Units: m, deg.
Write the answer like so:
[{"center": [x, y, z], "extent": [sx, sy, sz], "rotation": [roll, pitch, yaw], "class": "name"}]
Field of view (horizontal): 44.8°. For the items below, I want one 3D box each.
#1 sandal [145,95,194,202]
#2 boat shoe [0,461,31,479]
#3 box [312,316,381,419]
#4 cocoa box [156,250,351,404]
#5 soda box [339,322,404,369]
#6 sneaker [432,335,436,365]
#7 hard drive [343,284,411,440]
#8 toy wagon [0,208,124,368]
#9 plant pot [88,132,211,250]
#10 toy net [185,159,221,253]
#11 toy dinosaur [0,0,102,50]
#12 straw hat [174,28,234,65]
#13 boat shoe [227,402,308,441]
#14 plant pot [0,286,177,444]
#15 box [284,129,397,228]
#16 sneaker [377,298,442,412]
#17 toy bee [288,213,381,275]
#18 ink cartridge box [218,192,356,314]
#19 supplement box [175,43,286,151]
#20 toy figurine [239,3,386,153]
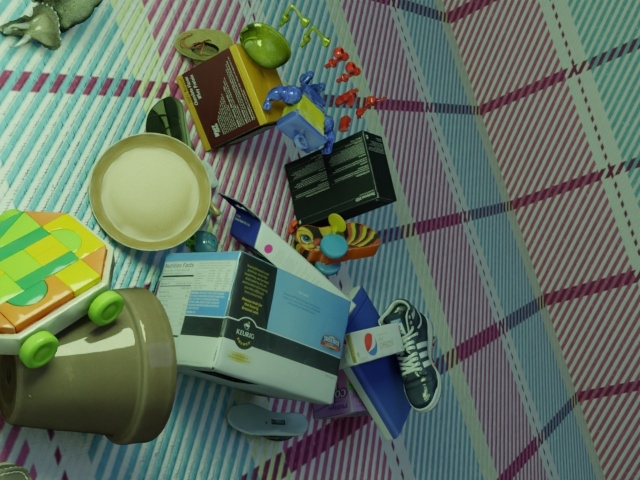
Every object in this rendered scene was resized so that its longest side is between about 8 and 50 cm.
[{"center": [-0.310, -0.170, 1.664], "extent": [0.086, 0.120, 0.303], "rotation": [42, 39, -57], "class": "sandal"}, {"center": [-0.512, 0.414, 1.063], "extent": [0.324, 0.096, 0.117], "rotation": [-37, 104, -56], "class": "boat shoe"}, {"center": [0.073, 0.317, 1.953], "extent": [0.213, 0.117, 0.243], "rotation": [12, 62, -53], "class": "box"}, {"center": [-0.141, 0.179, 1.567], "extent": [0.347, 0.231, 0.228], "rotation": [28, 67, -45], "class": "cocoa box"}, {"center": [0.108, 0.243, 1.796], "extent": [0.216, 0.069, 0.074], "rotation": [-3, 74, -55], "class": "soda box"}, {"center": [0.335, 0.349, 2.385], "extent": [0.067, 0.042, 0.118], "rotation": [58, 42, -11], "class": "sneaker"}, {"center": [0.131, 0.296, 1.901], "extent": [0.319, 0.040, 0.210], "rotation": [60, 34, -14], "class": "hard drive"}, {"center": [-0.479, 0.080, 1.165], "extent": [0.267, 0.068, 0.344], "rotation": [35, 48, 24], "class": "toy wagon"}, {"center": [-0.337, -0.095, 1.544], "extent": [0.236, 0.032, 0.236], "rotation": [2, 83, -14], "class": "plant pot"}, {"center": [-0.275, -0.075, 1.726], "extent": [0.122, 0.045, 0.232], "rotation": [22, 54, -47], "class": "toy net"}, {"center": [-0.470, -0.473, 1.504], "extent": [0.121, 0.313, 0.160], "rotation": [52, -2, -42], "class": "toy dinosaur"}, {"center": [-0.281, -0.455, 1.891], "extent": [0.061, 0.144, 0.144], "rotation": [97, 7, -46], "class": "straw hat"}, {"center": [-0.124, 0.401, 1.677], "extent": [0.183, 0.083, 0.065], "rotation": [14, 57, -21], "class": "boat shoe"}, {"center": [-0.391, 0.208, 1.255], "extent": [0.229, 0.263, 0.263], "rotation": [1, 72, -35], "class": "plant pot"}, {"center": [0.049, -0.151, 2.035], "extent": [0.103, 0.261, 0.184], "rotation": [9, 66, -54], "class": "box"}, {"center": [0.216, 0.273, 1.905], "extent": [0.153, 0.099, 0.282], "rotation": [46, 32, -39], "class": "sneaker"}, {"center": [0.000, 0.000, 1.981], "extent": [0.298, 0.195, 0.162], "rotation": [-6, 53, -46], "class": "toy bee"}, {"center": [-0.089, 0.039, 1.754], "extent": [0.069, 0.176, 0.371], "rotation": [-49, 115, -8], "class": "ink cartridge box"}, {"center": [-0.201, -0.338, 1.832], "extent": [0.129, 0.194, 0.191], "rotation": [-26, 95, -58], "class": "supplement box"}, {"center": [-0.030, -0.308, 1.725], "extent": [0.362, 0.191, 0.217], "rotation": [39, 48, -37], "class": "toy figurine"}]
